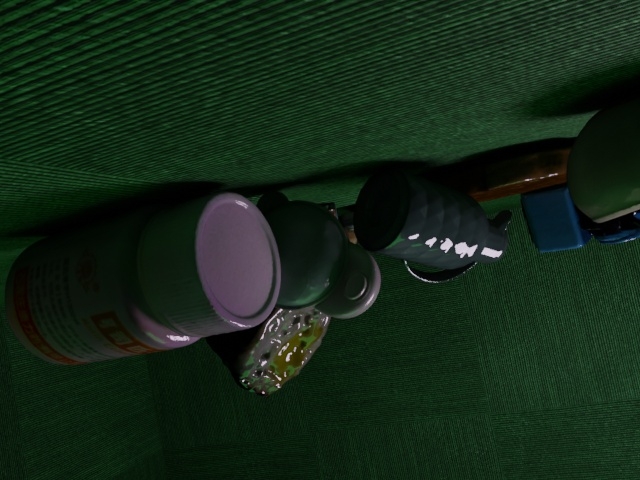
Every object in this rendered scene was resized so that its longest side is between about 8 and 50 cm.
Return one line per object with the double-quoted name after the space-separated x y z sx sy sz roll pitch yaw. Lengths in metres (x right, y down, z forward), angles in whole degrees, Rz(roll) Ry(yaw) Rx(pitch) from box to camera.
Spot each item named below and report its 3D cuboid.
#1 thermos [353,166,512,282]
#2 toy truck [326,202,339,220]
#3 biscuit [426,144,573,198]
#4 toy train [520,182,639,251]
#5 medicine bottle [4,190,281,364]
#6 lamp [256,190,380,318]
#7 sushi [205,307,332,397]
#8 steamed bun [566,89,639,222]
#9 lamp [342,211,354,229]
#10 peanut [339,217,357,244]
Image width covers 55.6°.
0.197 -0.010 1.054 0.287 0.145 0.182 16 120 -33 "thermos"
0.000 0.000 1.419 0.108 0.140 0.256 -11 176 0 "toy truck"
0.357 -0.121 1.206 0.381 0.074 0.359 -8 174 -18 "biscuit"
0.621 -0.090 1.412 0.265 0.188 0.300 -10 -168 43 "toy train"
-0.270 0.062 0.922 0.388 0.219 0.219 -14 176 28 "medicine bottle"
-0.022 0.034 0.968 0.246 0.179 0.108 28 180 11 "lamp"
-0.136 0.138 1.334 0.299 0.281 0.294 -37 -129 -21 "sushi"
0.431 -0.124 0.787 0.232 0.145 0.232 -21 172 -3 "steamed bun"
0.205 -0.073 1.548 0.267 0.047 0.269 -13 178 13 "lamp"
0.018 0.001 1.648 0.129 0.129 0.224 -14 177 41 "peanut"
